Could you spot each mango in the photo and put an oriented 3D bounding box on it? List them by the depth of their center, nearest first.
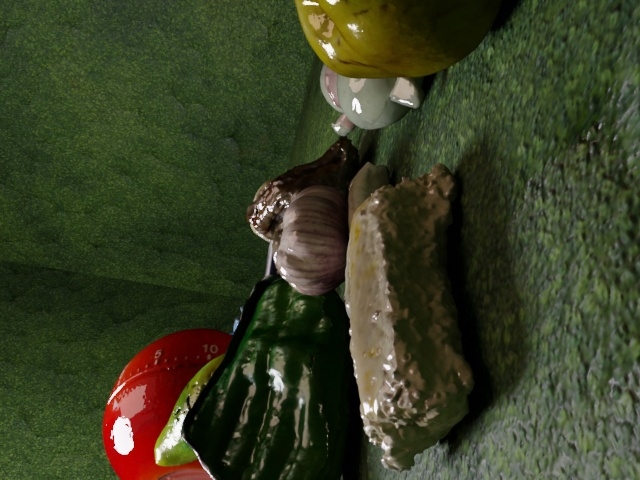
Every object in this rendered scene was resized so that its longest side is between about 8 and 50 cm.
[{"bbox_3d":[-0.182,0.278,0.944,0.233,0.111,0.125,-48,-12,7],"label":"mango"}]

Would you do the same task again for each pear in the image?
[{"bbox_3d":[0.069,-0.235,0.508,0.200,0.200,0.200,-170,90,-82],"label":"pear"}]

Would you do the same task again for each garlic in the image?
[{"bbox_3d":[0.000,0.000,0.788,0.159,0.102,0.147,-61,-27,-78],"label":"garlic"}]

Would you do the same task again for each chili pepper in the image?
[{"bbox_3d":[-0.049,0.218,0.810,0.167,0.213,0.385,52,-148,-35],"label":"chili pepper"}]

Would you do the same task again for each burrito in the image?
[{"bbox_3d":[0.059,0.009,0.706,0.082,0.059,0.275,87,-175,-50],"label":"burrito"}]

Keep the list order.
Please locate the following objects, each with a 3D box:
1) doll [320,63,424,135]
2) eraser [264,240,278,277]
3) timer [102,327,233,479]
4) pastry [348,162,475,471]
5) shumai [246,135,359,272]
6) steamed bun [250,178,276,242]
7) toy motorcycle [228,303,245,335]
[{"bbox_3d":[0.062,-0.206,0.754,0.275,0.113,0.154,-114,38,-78],"label":"doll"},{"bbox_3d":[-0.046,0.116,1.074,0.081,0.124,0.279,110,168,-54],"label":"eraser"},{"bbox_3d":[-0.234,0.365,1.181,0.279,0.378,0.378,-96,17,-52],"label":"timer"},{"bbox_3d":[0.072,0.045,0.496,0.121,0.089,0.258,129,150,-48],"label":"pastry"},{"bbox_3d":[0.003,-0.034,0.992,0.185,0.218,0.184,57,-179,3],"label":"shumai"},{"bbox_3d":[-0.053,-0.051,1.301,0.155,0.172,0.140,9,-79,-80],"label":"steamed bun"},{"bbox_3d":[-0.175,0.295,1.549,0.319,0.182,0.241,164,115,-80],"label":"toy motorcycle"}]
